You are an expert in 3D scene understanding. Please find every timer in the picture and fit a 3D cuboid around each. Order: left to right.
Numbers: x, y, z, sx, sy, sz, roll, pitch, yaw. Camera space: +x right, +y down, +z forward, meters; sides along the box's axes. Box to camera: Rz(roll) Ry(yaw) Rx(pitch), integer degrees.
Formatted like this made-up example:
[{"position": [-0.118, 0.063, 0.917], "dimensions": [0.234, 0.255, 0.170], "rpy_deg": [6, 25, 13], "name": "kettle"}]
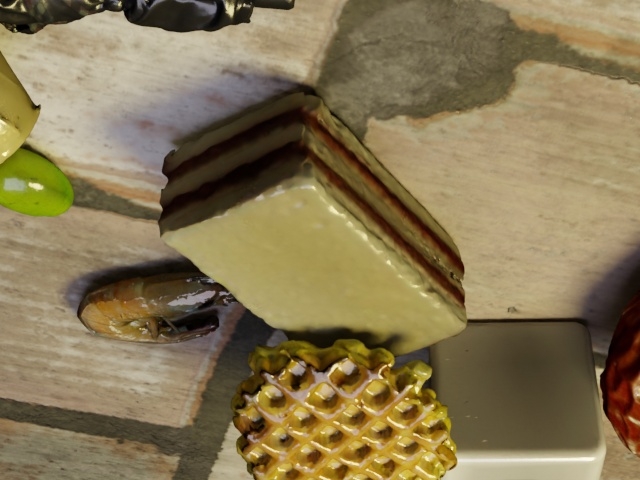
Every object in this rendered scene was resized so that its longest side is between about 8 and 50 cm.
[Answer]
[{"position": [0.227, 0.228, 1.548], "dimensions": [0.194, 0.192, 0.195], "rpy_deg": [0, 140, 2], "name": "timer"}]

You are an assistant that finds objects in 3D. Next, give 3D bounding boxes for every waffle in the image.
[{"position": [0.025, 0.205, 1.393], "dimensions": [0.237, 0.059, 0.243], "rpy_deg": [-7, 124, 6], "name": "waffle"}]

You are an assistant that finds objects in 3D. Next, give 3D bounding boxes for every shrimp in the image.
[{"position": [-0.162, 0.077, 1.501], "dimensions": [0.251, 0.052, 0.143], "rpy_deg": [-9, 150, 24], "name": "shrimp"}]

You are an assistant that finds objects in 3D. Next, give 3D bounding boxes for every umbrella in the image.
[{"position": [-0.155, -0.226, 1.100], "dimensions": [0.272, 0.110, 0.122], "rpy_deg": [2, 140, -7], "name": "umbrella"}]

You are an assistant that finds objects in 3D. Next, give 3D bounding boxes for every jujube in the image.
[{"position": [0.416, 0.122, 1.427], "dimensions": [0.197, 0.197, 0.290], "rpy_deg": [8, 124, -8], "name": "jujube"}]

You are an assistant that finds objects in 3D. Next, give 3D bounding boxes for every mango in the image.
[{"position": [-0.301, -0.057, 1.338], "dimensions": [0.073, 0.056, 0.108], "rpy_deg": [-19, 148, 28], "name": "mango"}]

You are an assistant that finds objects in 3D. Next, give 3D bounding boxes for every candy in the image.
[{"position": [0.000, 0.000, 1.335], "dimensions": [0.179, 0.135, 0.320], "rpy_deg": [-24, 135, 27], "name": "candy"}]

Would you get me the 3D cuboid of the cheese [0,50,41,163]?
[{"position": [-0.386, -0.178, 1.082], "dimensions": [0.316, 0.128, 0.259], "rpy_deg": [48, 159, -24], "name": "cheese"}]
